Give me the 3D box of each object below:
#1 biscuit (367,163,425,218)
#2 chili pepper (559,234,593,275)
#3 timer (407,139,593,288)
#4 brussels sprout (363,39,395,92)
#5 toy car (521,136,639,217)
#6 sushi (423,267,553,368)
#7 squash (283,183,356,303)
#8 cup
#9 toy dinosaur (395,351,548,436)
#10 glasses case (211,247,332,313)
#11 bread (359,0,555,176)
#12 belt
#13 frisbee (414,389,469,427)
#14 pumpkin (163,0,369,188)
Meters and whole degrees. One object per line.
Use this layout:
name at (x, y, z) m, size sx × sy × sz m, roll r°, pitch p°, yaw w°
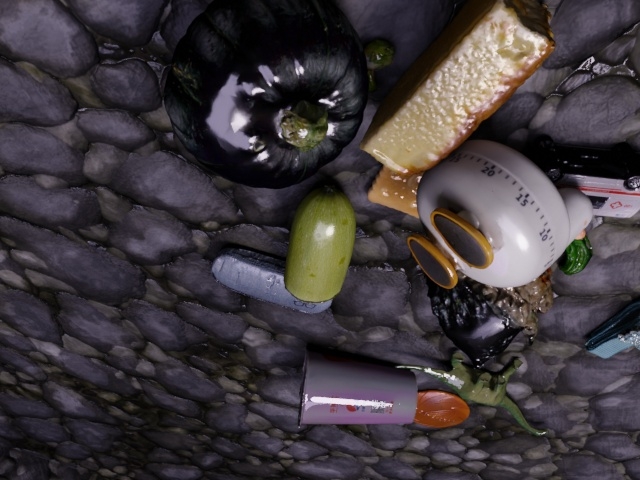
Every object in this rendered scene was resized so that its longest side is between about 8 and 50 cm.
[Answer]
biscuit at (0.225, -0.089, 0.968) m, size 0.250 × 0.030 × 0.160 m, roll 21°, pitch 134°, yaw -8°
chili pepper at (0.463, 0.003, 0.993) m, size 0.073 × 0.050 × 0.182 m, roll -27°, pitch 125°, yaw 24°
timer at (0.271, -0.048, 0.800) m, size 0.233 × 0.240 × 0.233 m, roll 46°, pitch 163°, yaw 18°
brussels sprout at (0.082, -0.269, 0.818) m, size 0.051 × 0.046 × 0.083 m, roll 23°, pitch 134°, yaw -1°
toy car at (0.431, -0.099, 0.876) m, size 0.210 × 0.089 × 0.108 m, roll 6°, pitch 139°, yaw 2°
sushi at (0.332, 0.096, 0.987) m, size 0.219 × 0.238 × 0.224 m, roll -31°, pitch 85°, yaw 26°
squash at (0.000, 0.000, 1.032) m, size 0.133 × 0.132 × 0.247 m, roll 11°, pitch 135°, yaw 1°
cup at (0.092, 0.392, 1.360) m, size 0.289 × 0.203 × 0.202 m, roll 6°, pitch 134°, yaw -2°
toy dinosaur at (0.406, 0.401, 1.369) m, size 0.448 × 0.087 × 0.300 m, roll 9°, pitch 141°, yaw 7°
glasses case at (-0.106, 0.091, 1.185) m, size 0.283 × 0.067 × 0.109 m, roll 17°, pitch 132°, yaw -6°
bread at (0.187, -0.222, 0.746) m, size 0.114 × 0.184 × 0.275 m, roll 38°, pitch 130°, yaw -11°
belt at (0.639, 0.204, 1.112) m, size 0.065 × 0.100 × 0.179 m, roll 23°, pitch 136°, yaw -4°
frisbee at (0.323, 0.486, 1.490) m, size 0.192 × 0.035 × 0.192 m, roll 6°, pitch 134°, yaw 6°
pumpkin at (-0.052, -0.197, 0.746) m, size 0.296 × 0.295 × 0.295 m, roll 6°, pitch 134°, yaw 7°
